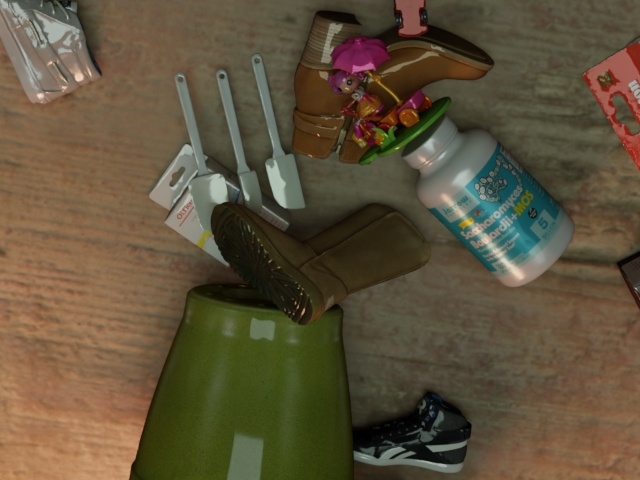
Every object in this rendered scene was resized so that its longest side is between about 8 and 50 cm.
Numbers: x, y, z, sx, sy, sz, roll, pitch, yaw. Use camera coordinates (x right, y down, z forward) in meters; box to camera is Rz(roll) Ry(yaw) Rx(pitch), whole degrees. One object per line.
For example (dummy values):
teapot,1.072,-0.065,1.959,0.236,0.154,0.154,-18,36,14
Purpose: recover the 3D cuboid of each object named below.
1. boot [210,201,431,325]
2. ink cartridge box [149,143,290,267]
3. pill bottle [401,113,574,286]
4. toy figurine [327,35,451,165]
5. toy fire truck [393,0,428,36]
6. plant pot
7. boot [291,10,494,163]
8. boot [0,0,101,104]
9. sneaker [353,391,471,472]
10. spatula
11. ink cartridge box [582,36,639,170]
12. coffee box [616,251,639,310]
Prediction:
boot,0.000,0.000,1.882,0.236,0.269,0.089,48,134,15
ink cartridge box,-0.158,-0.045,1.946,0.198,0.067,0.115,34,105,-9
pill bottle,0.243,-0.065,1.892,0.264,0.146,0.146,43,103,-12
toy figurine,0.070,-0.209,1.784,0.173,0.130,0.159,-30,104,42
toy fire truck,0.116,-0.391,1.796,0.047,0.135,0.192,-7,108,2
plant pot,-0.102,0.255,1.918,0.366,0.366,0.353,7,96,-1
boot,0.099,-0.208,1.875,0.283,0.109,0.220,6,116,-12
boot,-0.415,-0.335,1.857,0.123,0.095,0.258,-22,114,1
sneaker,0.136,0.299,2.052,0.216,0.079,0.121,8,105,-10
spatula,-0.128,-0.147,1.891,0.168,0.019,0.242,-14,93,-11
ink cartridge box,0.539,-0.230,1.883,0.232,0.066,0.189,-33,104,6
coffee box,0.629,0.052,1.935,0.297,0.119,0.168,-27,106,9
